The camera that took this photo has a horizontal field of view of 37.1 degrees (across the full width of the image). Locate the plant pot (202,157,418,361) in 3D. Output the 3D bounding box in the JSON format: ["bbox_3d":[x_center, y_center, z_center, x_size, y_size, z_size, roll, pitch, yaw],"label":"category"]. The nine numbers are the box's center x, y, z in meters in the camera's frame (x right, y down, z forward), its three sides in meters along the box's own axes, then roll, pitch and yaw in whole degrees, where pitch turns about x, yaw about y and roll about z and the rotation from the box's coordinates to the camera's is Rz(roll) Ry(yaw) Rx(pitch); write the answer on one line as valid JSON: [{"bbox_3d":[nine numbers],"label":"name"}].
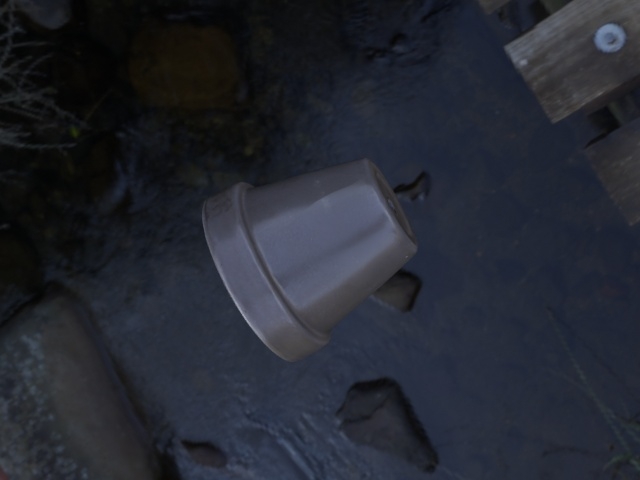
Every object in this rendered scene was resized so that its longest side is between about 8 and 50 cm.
[{"bbox_3d":[0.000,0.000,1.313,0.229,0.263,0.263,-30,91,12],"label":"plant pot"}]
